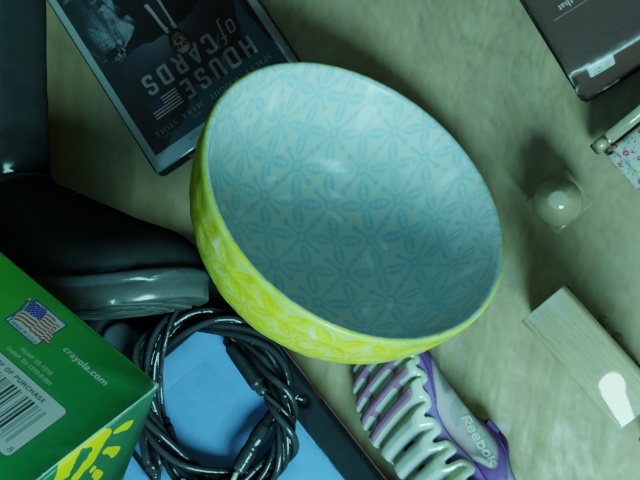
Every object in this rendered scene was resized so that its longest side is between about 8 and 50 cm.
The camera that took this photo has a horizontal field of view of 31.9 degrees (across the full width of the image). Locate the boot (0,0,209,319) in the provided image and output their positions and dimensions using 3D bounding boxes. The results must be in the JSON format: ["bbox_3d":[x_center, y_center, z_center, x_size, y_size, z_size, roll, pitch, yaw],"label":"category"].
[{"bbox_3d":[-0.268,-0.150,1.029,0.367,0.146,0.445,-4,83,29],"label":"boot"}]

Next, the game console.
[{"bbox_3d":[-0.130,0.246,1.062,0.342,0.060,0.386,-39,81,4],"label":"game console"}]

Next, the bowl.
[{"bbox_3d":[0.000,0.000,0.994,0.289,0.289,0.156,49,136,8],"label":"bowl"}]

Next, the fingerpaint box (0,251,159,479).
[{"bbox_3d":[-0.384,0.135,0.946,0.445,0.163,0.371,37,131,15],"label":"fingerpaint box"}]

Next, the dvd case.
[{"bbox_3d":[-0.149,-0.211,1.111,0.179,0.029,0.239,-34,82,5],"label":"dvd case"}]

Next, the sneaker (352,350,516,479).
[{"bbox_3d":[0.114,0.177,1.021,0.095,0.104,0.236,-51,55,42],"label":"sneaker"}]

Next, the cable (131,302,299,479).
[{"bbox_3d":[-0.097,0.143,1.014,0.150,0.047,0.184,-7,85,10],"label":"cable"}]

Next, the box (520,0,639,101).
[{"bbox_3d":[0.245,-0.257,0.975,0.167,0.168,0.203,-31,82,14],"label":"box"}]

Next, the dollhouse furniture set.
[{"bbox_3d":[0.354,0.005,0.934,0.355,0.174,0.303,-41,82,9],"label":"dollhouse furniture set"}]
